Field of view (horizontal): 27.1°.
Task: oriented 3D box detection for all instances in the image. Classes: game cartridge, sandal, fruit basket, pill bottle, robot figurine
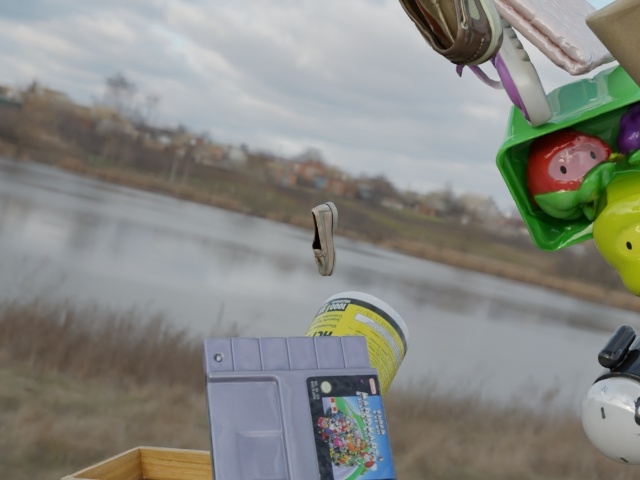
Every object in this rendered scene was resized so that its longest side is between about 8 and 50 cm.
[{"bbox_3d":[-0.022,0.275,1.659,0.230,0.355,0.068,-3,-37,-8],"label":"game cartridge"},{"bbox_3d":[0.268,-0.313,2.199,0.102,0.169,0.416,-25,30,3],"label":"sandal"},{"bbox_3d":[0.492,-0.090,2.114,0.392,0.392,0.283,13,-35,43],"label":"fruit basket"},{"bbox_3d":[0.025,0.265,2.438,0.188,0.187,0.334,13,44,19],"label":"pill bottle"},{"bbox_3d":[0.576,0.273,2.335,0.209,0.173,0.278,33,45,21],"label":"robot figurine"}]

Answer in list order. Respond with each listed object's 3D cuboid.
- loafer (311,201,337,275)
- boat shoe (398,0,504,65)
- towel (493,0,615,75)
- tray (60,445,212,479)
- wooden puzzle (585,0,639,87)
[{"bbox_3d":[0.000,0.000,2.065,0.039,0.125,0.045,-12,30,-28],"label":"loafer"},{"bbox_3d":[0.105,-0.304,1.414,0.095,0.257,0.095,-41,-17,34],"label":"boat shoe"},{"bbox_3d":[0.328,-0.378,2.070,0.317,0.053,0.332,42,26,9],"label":"towel"},{"bbox_3d":[-0.202,0.410,2.175,0.411,0.076,0.203,-3,7,33],"label":"tray"},{"bbox_3d":[0.459,-0.145,1.265,0.322,0.080,0.348,46,-34,-16],"label":"wooden puzzle"}]
